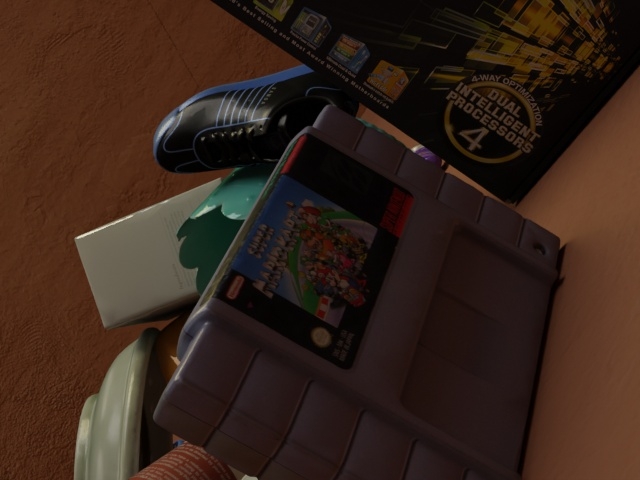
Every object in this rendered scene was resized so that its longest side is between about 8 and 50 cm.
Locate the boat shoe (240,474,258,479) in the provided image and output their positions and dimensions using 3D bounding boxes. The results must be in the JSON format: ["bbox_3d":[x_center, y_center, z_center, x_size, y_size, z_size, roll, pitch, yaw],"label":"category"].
[{"bbox_3d":[-0.108,0.315,1.331,0.302,0.103,0.113,-58,6,-17],"label":"boat shoe"}]

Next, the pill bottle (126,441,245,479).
[{"bbox_3d":[-0.155,0.304,1.466,0.216,0.121,0.121,-30,-14,-41],"label":"pill bottle"}]

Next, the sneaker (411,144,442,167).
[{"bbox_3d":[0.110,-0.063,1.792,0.170,0.068,0.071,-55,12,14],"label":"sneaker"}]

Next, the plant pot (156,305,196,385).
[{"bbox_3d":[-0.086,0.147,1.723,0.188,0.205,0.205,-39,11,18],"label":"plant pot"}]

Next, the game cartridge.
[{"bbox_3d":[0.045,0.048,0.875,0.068,0.230,0.355,-52,8,36],"label":"game cartridge"}]

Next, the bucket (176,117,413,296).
[{"bbox_3d":[0.000,0.000,1.393,0.183,0.281,0.281,-55,4,-29],"label":"bucket"}]

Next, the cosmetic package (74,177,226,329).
[{"bbox_3d":[-0.177,0.018,1.737,0.225,0.138,0.224,-23,-6,13],"label":"cosmetic package"}]

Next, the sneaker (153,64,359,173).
[{"bbox_3d":[-0.070,-0.113,1.287,0.232,0.081,0.090,-21,33,15],"label":"sneaker"}]

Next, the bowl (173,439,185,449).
[{"bbox_3d":[-0.304,0.504,2.103,0.391,0.077,0.391,-56,5,8],"label":"bowl"}]

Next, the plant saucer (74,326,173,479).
[{"bbox_3d":[-0.273,0.320,1.749,0.400,0.100,0.400,180,90,-89],"label":"plant saucer"}]

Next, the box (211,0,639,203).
[{"bbox_3d":[0.115,-0.263,1.175,0.318,0.395,0.097,-52,5,33],"label":"box"}]
